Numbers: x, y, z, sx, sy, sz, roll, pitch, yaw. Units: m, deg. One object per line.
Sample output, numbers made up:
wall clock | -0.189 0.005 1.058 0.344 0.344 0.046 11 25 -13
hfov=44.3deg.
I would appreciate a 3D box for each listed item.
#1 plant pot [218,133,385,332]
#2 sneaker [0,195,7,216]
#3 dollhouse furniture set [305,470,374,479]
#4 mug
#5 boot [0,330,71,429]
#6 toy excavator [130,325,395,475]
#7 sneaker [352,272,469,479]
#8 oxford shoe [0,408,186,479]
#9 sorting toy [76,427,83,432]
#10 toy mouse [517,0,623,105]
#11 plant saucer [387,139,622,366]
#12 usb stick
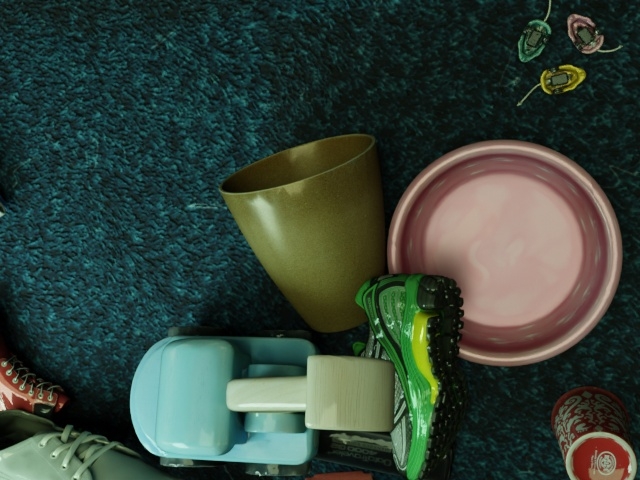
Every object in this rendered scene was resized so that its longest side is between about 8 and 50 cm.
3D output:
plant pot | 0.000 0.000 1.175 0.237 0.237 0.254 -12 108 15
sneaker | -0.661 -0.011 1.370 0.236 0.130 0.322 2 92 18
dollhouse furniture set | -0.073 0.488 1.228 0.374 0.152 0.201 -9 133 14
mug | 0.402 0.302 1.123 0.113 0.169 0.150 -30 88 15
boot | -0.530 0.231 1.393 0.176 0.088 0.244 -2 104 14
toy excavator | -0.095 0.218 1.073 0.433 0.445 0.222 0 79 13
sneaker | 0.129 0.198 1.153 0.146 0.134 0.343 10 115 33
oxford shoe | -0.387 0.368 1.256 0.449 0.169 0.130 8 106 26
sorting toy | -0.422 0.361 1.402 0.102 0.061 0.042 -2 62 7
toy mouse | 0.345 -0.286 1.137 0.161 0.031 0.143 -16 93 15
plant saucer | 0.268 0.016 1.167 0.332 0.084 0.332 2 98 14
usb stick | 0.078 0.334 1.273 0.278 0.045 0.077 7 104 13
